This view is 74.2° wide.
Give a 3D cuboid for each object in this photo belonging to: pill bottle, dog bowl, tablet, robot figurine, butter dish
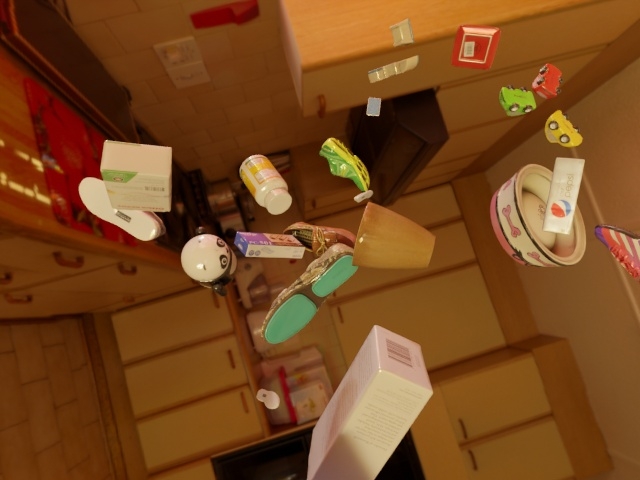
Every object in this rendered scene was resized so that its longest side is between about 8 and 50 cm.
[{"bbox_3d":[-0.181,-0.185,1.425,0.208,0.118,0.117,53,-16,35],"label":"pill bottle"},{"bbox_3d":[0.824,-0.079,1.625,0.150,0.408,0.407,-33,-109,54],"label":"dog bowl"},{"bbox_3d":[0.233,-0.584,1.850,0.006,0.054,0.083,71,27,-78],"label":"tablet"},{"bbox_3d":[-0.391,0.078,1.523,0.209,0.173,0.278,30,-14,8],"label":"robot figurine"},{"bbox_3d":[0.611,-0.776,1.670,0.160,0.160,0.118,90,17,-44],"label":"butter dish"}]

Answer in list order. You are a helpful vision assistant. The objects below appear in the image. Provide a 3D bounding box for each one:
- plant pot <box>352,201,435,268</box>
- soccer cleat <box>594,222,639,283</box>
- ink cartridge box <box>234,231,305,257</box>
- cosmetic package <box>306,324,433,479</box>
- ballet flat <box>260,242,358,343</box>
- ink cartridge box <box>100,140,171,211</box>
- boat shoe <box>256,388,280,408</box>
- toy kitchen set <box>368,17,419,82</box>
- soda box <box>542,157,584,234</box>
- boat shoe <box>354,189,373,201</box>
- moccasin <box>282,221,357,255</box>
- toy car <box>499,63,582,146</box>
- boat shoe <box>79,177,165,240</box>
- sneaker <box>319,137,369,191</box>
[{"bbox_3d":[0.263,0.009,1.490,0.237,0.255,0.236,16,90,-80],"label":"plant pot"},{"bbox_3d":[0.965,0.062,1.280,0.109,0.116,0.318,27,14,-50],"label":"soccer cleat"},{"bbox_3d":[-0.162,0.016,1.366,0.097,0.207,0.046,39,-62,48],"label":"ink cartridge box"},{"bbox_3d":[0.129,0.504,1.224,0.230,0.162,0.452,-76,-168,-71],"label":"cosmetic package"},{"bbox_3d":[-0.052,0.195,1.659,0.164,0.483,0.182,46,-1,-29],"label":"ballet flat"},{"bbox_3d":[-0.469,-0.158,1.102,0.212,0.155,0.093,128,-40,-61],"label":"ink cartridge box"},{"bbox_3d":[-0.158,0.507,1.351,0.040,0.049,0.142,37,-20,-23],"label":"boat shoe"},{"bbox_3d":[0.272,-0.701,1.568,0.207,0.122,0.165,8,-58,55],"label":"toy kitchen set"},{"bbox_3d":[0.706,-0.128,1.236,0.069,0.074,0.215,-8,107,-63],"label":"soda box"},{"bbox_3d":[0.204,-0.215,2.026,0.035,0.100,0.035,39,-27,47],"label":"boat shoe"},{"bbox_3d":[0.000,-0.003,1.844,0.380,0.147,0.139,21,-66,32],"label":"moccasin"},{"bbox_3d":[0.521,-0.334,1.042,0.053,0.225,0.238,138,-51,-62],"label":"toy car"},{"bbox_3d":[-0.652,-0.106,1.408,0.301,0.108,0.102,31,8,0],"label":"boat shoe"},{"bbox_3d":[0.116,-0.340,1.961,0.295,0.124,0.109,47,36,-10],"label":"sneaker"}]
